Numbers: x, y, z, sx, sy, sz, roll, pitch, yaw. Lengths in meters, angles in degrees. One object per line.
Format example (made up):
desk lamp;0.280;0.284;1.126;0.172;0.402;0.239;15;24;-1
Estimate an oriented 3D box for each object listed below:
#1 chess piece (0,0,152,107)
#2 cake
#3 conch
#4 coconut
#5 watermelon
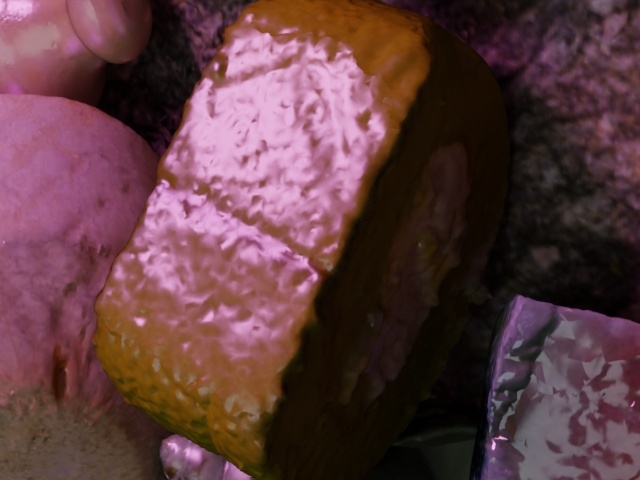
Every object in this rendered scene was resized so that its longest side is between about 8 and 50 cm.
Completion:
chess piece;-0.223;-0.120;1.131;0.307;0.124;0.138;-14;70;45
cake;0.000;0.000;0.877;0.156;0.179;0.260;26;88;27
conch;-0.002;0.144;0.981;0.187;0.181;0.124;-50;61;28
coconut;-0.199;0.055;1.066;0.329;0.329;0.328;24;127;36
watermelon;0.165;0.161;0.808;0.302;0.151;0.264;0;87;40
